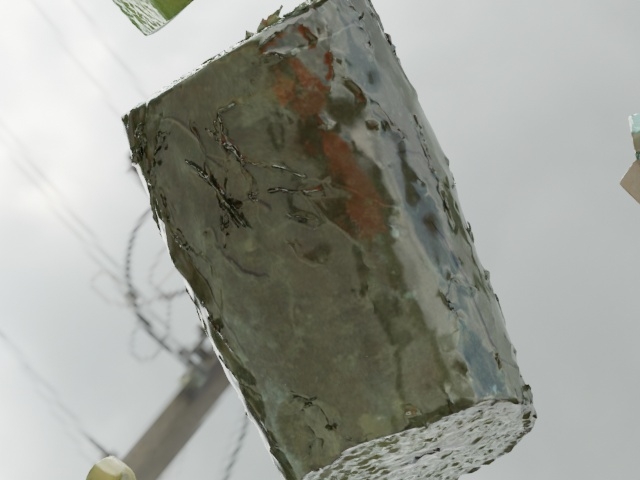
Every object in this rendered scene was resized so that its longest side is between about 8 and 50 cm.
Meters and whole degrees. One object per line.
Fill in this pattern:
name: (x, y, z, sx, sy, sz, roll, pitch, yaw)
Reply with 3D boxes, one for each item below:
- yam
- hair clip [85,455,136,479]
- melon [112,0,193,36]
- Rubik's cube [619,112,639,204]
yam: (0.000, 0.000, 0.815, 0.154, 0.154, 0.254, -33, -105, 48)
hair clip: (-0.152, 0.189, 0.943, 0.071, 0.159, 0.218, 26, -18, 51)
melon: (-0.034, -0.180, 0.869, 0.209, 0.118, 0.064, -39, -77, 19)
Rubik's cube: (0.208, -0.050, 0.978, 0.073, 0.084, 0.075, 47, -73, 25)
